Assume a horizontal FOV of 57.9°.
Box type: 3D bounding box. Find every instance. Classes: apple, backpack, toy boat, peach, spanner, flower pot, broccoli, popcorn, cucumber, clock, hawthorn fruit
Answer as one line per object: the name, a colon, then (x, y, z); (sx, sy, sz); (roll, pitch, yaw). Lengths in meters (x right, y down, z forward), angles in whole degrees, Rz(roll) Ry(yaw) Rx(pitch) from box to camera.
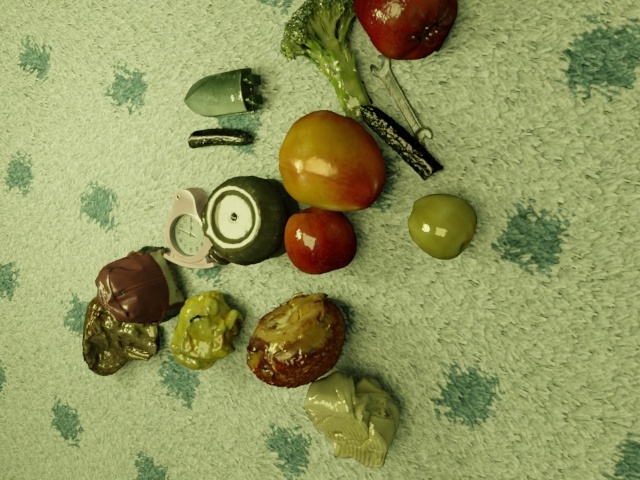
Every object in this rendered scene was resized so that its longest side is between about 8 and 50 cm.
apple: (0.000, 0.000, 1.759); (0.218, 0.218, 0.201); (-7, 103, 26)
apple: (0.341, -0.039, 1.612); (0.200, 0.200, 0.200); (4, 100, 25)
backpack: (-0.648, 0.178, 2.043); (0.197, 0.317, 0.283); (-28, 87, 28)
toy boat: (-0.334, -0.481, 1.917); (0.319, 0.092, 0.141); (1, 99, 33)
peach: (0.044, -0.223, 1.668); (0.308, 0.289, 0.289); (9, 102, 33)
spanner: (0.238, -0.410, 1.691); (0.071, 0.017, 0.302); (-34, 82, 26)
flower pot: (-0.232, -0.061, 1.850); (0.301, 0.213, 0.302); (1, 92, 29)
broccoli: (0.019, -0.520, 1.695); (0.252, 0.221, 0.361); (-9, 95, -9)
popcorn: (-0.399, 0.311, 2.007); (0.252, 0.215, 0.286); (23, 104, 27)
cucumber: (-0.338, -0.348, 1.954); (0.245, 0.067, 0.067); (0, 98, 23)
clock: (-0.409, -0.037, 2.027); (0.290, 0.080, 0.275); (12, 103, 23)
cucumber: (0.226, -0.290, 1.655); (0.300, 0.072, 0.072); (45, 114, 0)
hawthorn fruit: (0.217, -0.643, 1.543); (0.265, 0.265, 0.307); (-37, 60, 26)

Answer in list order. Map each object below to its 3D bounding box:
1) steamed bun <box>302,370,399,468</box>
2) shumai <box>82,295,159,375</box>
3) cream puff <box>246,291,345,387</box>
steamed bun: (0.111, 0.533, 1.801); (0.275, 0.206, 0.320); (-11, 121, 36)
shumai: (-0.760, 0.364, 2.243); (0.283, 0.217, 0.346); (-4, 113, -6)
cream puff: (-0.068, 0.326, 1.791); (0.350, 0.350, 0.229); (-15, 110, 27)
